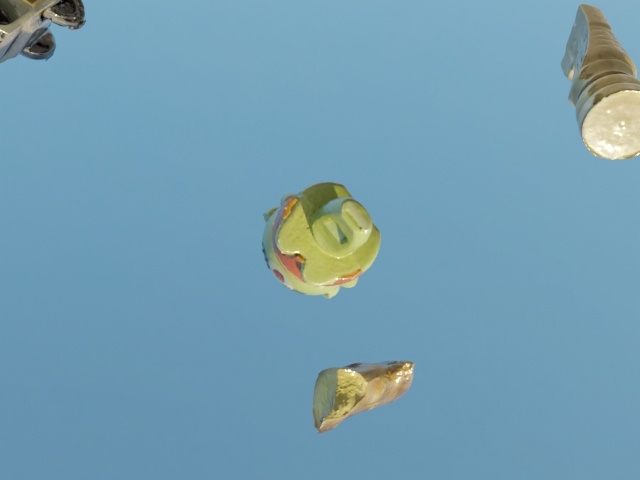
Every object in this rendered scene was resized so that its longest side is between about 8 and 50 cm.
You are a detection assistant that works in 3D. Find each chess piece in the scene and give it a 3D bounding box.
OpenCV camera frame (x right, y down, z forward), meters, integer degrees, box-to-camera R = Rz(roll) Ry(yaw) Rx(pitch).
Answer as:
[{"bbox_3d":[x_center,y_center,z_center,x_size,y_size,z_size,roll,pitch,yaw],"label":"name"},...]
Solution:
[{"bbox_3d":[0.311,-0.182,1.187,0.090,0.090,0.200,10,-141,-11],"label":"chess piece"}]

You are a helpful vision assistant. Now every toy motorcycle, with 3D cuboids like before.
[{"bbox_3d":[-0.338,-0.229,1.065,0.157,0.091,0.263,46,-146,-13],"label":"toy motorcycle"}]

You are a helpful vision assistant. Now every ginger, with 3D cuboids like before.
[{"bbox_3d":[0.033,0.116,0.845,0.044,0.057,0.137,34,-154,31],"label":"ginger"}]

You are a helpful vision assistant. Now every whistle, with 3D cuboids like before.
[{"bbox_3d":[0.000,0.000,1.189,0.106,0.288,0.131,-38,-88,-15],"label":"whistle"}]
